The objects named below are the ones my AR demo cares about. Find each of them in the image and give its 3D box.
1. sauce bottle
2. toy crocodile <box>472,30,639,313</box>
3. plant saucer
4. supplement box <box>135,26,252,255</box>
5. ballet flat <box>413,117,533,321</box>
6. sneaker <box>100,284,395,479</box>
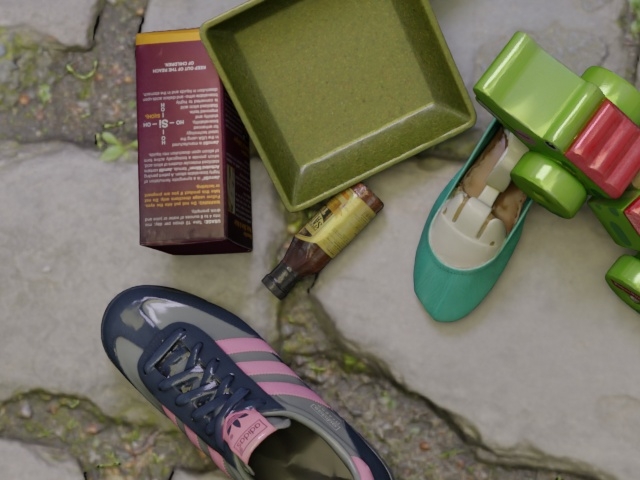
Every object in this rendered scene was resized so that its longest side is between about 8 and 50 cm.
[{"bbox_3d":[0.000,0.000,1.198,0.128,0.042,0.042,-45,79,0],"label":"sauce bottle"},{"bbox_3d":[0.260,-0.035,1.092,0.340,0.105,0.115,44,83,-17],"label":"toy crocodile"},{"bbox_3d":[0.015,-0.147,1.162,0.188,0.045,0.188,-26,112,1],"label":"plant saucer"},{"bbox_3d":[-0.112,-0.085,1.194,0.080,0.104,0.188,-3,83,9],"label":"supplement box"},{"bbox_3d":[0.148,-0.045,1.156,0.083,0.087,0.247,30,89,15],"label":"ballet flat"},{"bbox_3d":[-0.069,0.141,1.149,0.319,0.131,0.112,35,91,11],"label":"sneaker"}]
